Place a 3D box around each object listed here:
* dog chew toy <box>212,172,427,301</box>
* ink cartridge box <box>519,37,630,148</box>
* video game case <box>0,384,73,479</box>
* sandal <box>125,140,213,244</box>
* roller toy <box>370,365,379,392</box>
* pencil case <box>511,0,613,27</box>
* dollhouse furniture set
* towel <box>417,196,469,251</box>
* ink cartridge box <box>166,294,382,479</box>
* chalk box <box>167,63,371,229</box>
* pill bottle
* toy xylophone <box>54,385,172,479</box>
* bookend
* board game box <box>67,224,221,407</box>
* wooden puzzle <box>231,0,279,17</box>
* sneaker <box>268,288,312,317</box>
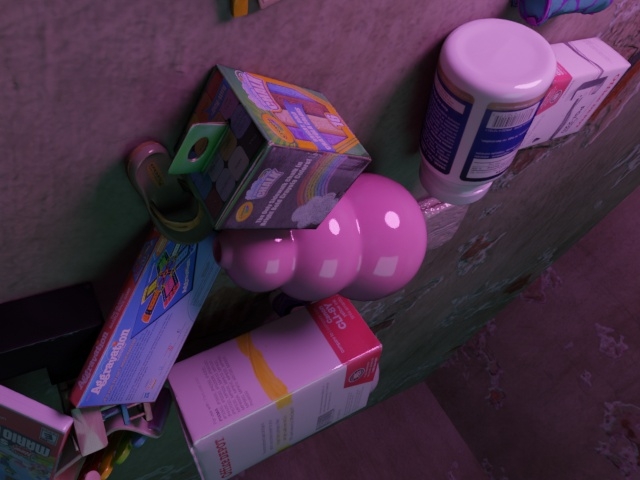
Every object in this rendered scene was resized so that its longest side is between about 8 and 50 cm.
[{"bbox_3d":[0.000,0.000,0.774,0.331,0.207,0.207,-5,142,-30],"label":"dog chew toy"},{"bbox_3d":[0.411,-0.259,0.898,0.217,0.092,0.159,-20,151,-28],"label":"ink cartridge box"},{"bbox_3d":[-0.487,0.294,0.748,0.285,0.204,0.025,-56,-170,37],"label":"video game case"},{"bbox_3d":[-0.176,-0.046,0.621,0.072,0.049,0.180,-50,152,-20],"label":"sandal"},{"bbox_3d":[0.056,0.364,1.426,0.146,0.209,0.191,-11,175,-35],"label":"roller toy"},{"bbox_3d":[0.347,-0.345,0.713,0.151,0.064,0.070,-20,135,-24],"label":"pencil case"},{"bbox_3d":[-0.335,0.272,0.812,0.129,0.183,0.129,-15,104,-33],"label":"dollhouse furniture set"},{"bbox_3d":[0.201,-0.018,1.119,0.282,0.049,0.187,-22,150,-20],"label":"towel"},{"bbox_3d":[-0.091,0.301,1.019,0.384,0.160,0.279,-21,145,-22],"label":"ink cartridge box"},{"bbox_3d":[-0.075,-0.101,0.582,0.213,0.132,0.132,0,139,-46],"label":"chalk box"},{"bbox_3d":[0.233,-0.178,0.767,0.153,0.153,0.265,-26,153,-15],"label":"pill bottle"},{"bbox_3d":[-0.427,0.412,0.975,0.322,0.236,0.081,-36,115,28],"label":"toy xylophone"},{"bbox_3d":[-0.391,0.148,0.710,0.156,0.072,0.157,-15,149,-30],"label":"bookend"},{"bbox_3d":[-0.233,0.103,0.723,0.281,0.027,0.145,-64,152,-1],"label":"board game box"},{"bbox_3d":[-0.038,-0.263,0.482,0.116,0.014,0.078,-27,157,-13],"label":"wooden puzzle"},{"bbox_3d":[-0.025,0.100,1.036,0.170,0.071,0.068,-40,153,10],"label":"sneaker"}]
